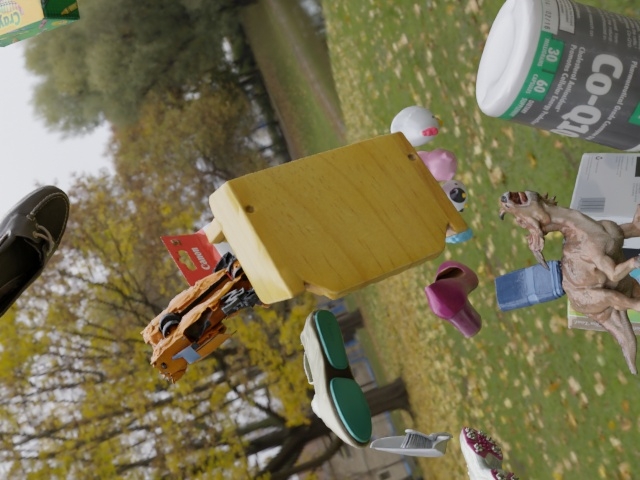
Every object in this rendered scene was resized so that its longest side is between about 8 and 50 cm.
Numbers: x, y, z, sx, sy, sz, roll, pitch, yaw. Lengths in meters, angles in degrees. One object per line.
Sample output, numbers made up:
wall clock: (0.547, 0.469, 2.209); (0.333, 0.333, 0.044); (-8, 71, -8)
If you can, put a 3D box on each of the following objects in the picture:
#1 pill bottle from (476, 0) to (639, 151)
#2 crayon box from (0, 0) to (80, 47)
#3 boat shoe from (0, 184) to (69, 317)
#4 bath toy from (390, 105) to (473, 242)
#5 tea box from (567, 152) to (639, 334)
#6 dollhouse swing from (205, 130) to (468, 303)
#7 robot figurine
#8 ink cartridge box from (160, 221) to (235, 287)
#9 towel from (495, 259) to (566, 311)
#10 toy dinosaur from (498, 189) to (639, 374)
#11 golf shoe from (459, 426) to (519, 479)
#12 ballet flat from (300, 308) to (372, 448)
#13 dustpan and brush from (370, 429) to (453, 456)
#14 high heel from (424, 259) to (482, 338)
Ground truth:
pill bottle: (0.453, -0.259, 1.208); (0.204, 0.360, 0.204); (-168, 90, -82)
crayon box: (-0.581, -0.473, 1.425); (0.081, 0.278, 0.166); (-19, -77, -51)
boat shoe: (-0.506, 0.049, 1.229); (0.095, 0.335, 0.112); (15, 147, 32)
bath toy: (0.278, -0.160, 1.825); (0.129, 0.151, 0.348); (27, 141, 57)
tea box: (0.723, 0.003, 1.811); (0.329, 0.219, 0.324); (-53, -41, -51)
dollhouse swing: (0.000, 0.000, 1.344); (0.315, 0.346, 0.305); (59, 150, 21)
robot figurine: (-0.186, 0.117, 1.361); (0.085, 0.291, 0.211); (54, 174, -26)
ink cartridge box: (-0.192, 0.016, 1.584); (0.189, 0.232, 0.066); (49, 128, 43)
towel: (0.347, 0.076, 1.241); (0.029, 0.119, 0.067); (28, -126, -40)
toy dinosaur: (0.387, 0.041, 1.093); (0.127, 0.200, 0.296); (-31, -73, -48)
golf shoe: (0.415, 0.604, 1.933); (0.115, 0.140, 0.306); (20, -162, -18)
ballet flat: (0.016, 0.226, 1.192); (0.086, 0.086, 0.249); (64, -172, -51)
dustpan and brush: (0.215, 0.408, 1.530); (0.211, 0.147, 0.060); (30, -121, -47)
high heel: (0.331, 0.100, 2.002); (0.181, 0.127, 0.377); (46, -168, -17)
